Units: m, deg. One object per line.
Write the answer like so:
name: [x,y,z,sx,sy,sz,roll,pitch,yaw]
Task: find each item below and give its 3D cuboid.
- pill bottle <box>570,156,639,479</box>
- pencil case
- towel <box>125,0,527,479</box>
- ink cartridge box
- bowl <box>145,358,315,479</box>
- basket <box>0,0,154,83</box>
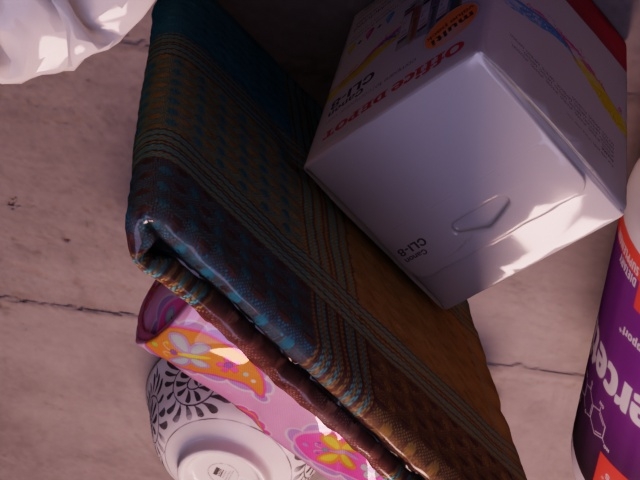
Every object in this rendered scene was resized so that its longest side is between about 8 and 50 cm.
pill bottle: [0.265,0.091,0.830,0.181,0.181,0.323,8,129,7]
pencil case: [0.003,0.102,0.947,0.284,0.124,0.124,37,127,-18]
towel: [0.000,0.000,0.702,0.040,0.370,0.271,-41,111,15]
ink cartridge box: [0.090,-0.078,0.736,0.128,0.176,0.127,-32,116,32]
bowl: [-0.071,0.167,1.037,0.170,0.080,0.170,7,130,8]
basket: [-0.106,-0.259,0.293,0.331,0.328,0.266,-39,69,14]
